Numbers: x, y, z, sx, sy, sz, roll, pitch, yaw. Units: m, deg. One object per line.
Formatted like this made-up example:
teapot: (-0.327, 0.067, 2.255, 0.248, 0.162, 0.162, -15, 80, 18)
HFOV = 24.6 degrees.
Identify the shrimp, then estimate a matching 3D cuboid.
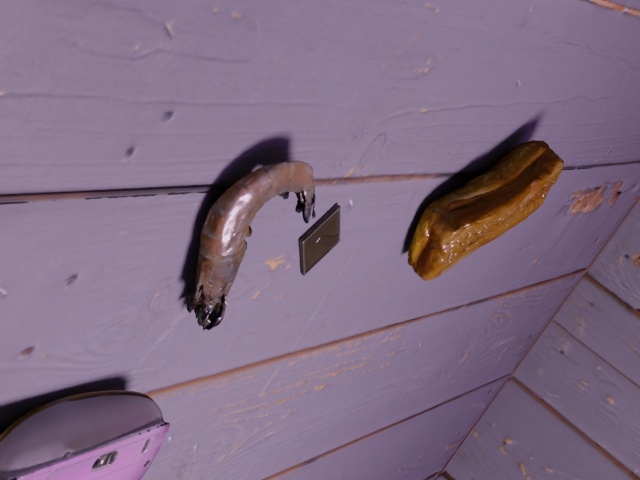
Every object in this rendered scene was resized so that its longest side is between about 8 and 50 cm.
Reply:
shrimp: (-0.073, -0.002, 1.503, 0.152, 0.046, 0.219, -27, 150, -43)

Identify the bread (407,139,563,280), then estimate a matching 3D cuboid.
bread: (0.226, -0.043, 2.042, 0.271, 0.077, 0.139, -34, 159, -37)

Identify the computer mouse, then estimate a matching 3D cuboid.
computer mouse: (-0.268, 0.230, 1.449, 0.158, 0.072, 0.310, -59, 160, 19)

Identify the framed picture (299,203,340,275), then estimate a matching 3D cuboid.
framed picture: (0.000, 0.000, 1.724, 0.066, 0.006, 0.089, -44, 160, -19)
